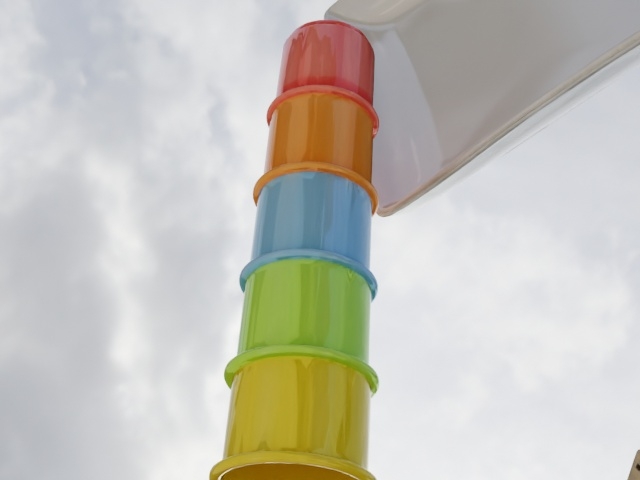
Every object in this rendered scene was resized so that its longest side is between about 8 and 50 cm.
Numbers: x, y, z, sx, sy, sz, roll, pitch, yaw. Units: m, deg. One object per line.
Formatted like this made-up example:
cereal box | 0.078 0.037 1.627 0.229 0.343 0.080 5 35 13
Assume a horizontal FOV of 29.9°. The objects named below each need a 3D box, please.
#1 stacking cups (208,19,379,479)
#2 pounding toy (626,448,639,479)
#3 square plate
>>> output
stacking cups | 0.000 0.000 0.730 0.096 0.096 0.316 -25 -131 43
pounding toy | 0.326 0.200 0.947 0.130 0.141 0.100 -130 -137 -52
square plate | 0.167 -0.195 0.944 0.344 0.347 0.049 -35 -57 16
